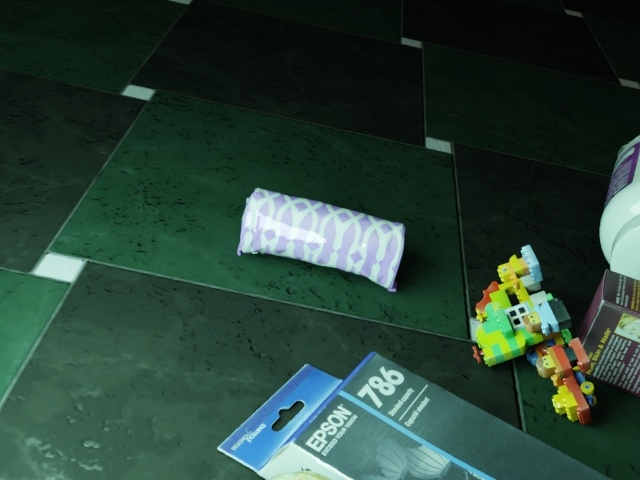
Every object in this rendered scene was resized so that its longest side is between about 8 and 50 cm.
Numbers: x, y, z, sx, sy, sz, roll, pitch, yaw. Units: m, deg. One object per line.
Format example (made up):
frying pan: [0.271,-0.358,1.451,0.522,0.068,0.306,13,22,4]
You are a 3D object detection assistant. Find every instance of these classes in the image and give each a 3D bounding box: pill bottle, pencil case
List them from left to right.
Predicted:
pencil case: [0.000,0.000,1.028,0.206,0.088,0.086,14,25,3]
pill bottle: [0.474,-0.032,1.174,0.169,0.169,0.301,21,33,13]

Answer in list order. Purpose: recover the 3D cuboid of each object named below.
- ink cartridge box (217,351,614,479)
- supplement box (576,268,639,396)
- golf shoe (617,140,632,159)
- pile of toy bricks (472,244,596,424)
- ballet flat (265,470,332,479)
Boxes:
ink cartridge box: [0.089,0.203,0.766,0.332,0.065,0.165,24,34,20]
supplement box: [0.390,0.121,0.962,0.188,0.104,0.081,21,32,12]
golf shoe: [0.610,-0.131,1.466,0.198,0.077,0.094,21,32,11]
pile of toy bricks: [0.216,0.104,0.947,0.105,0.118,0.212,-21,44,6]
ballet flat: [0.086,0.273,0.616,0.348,0.123,0.123,26,34,20]
